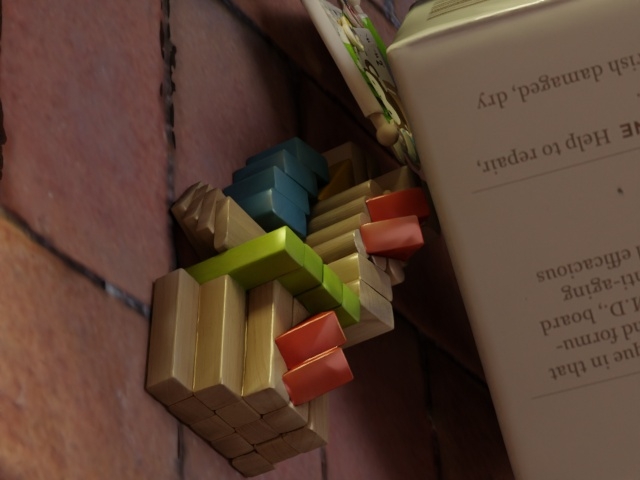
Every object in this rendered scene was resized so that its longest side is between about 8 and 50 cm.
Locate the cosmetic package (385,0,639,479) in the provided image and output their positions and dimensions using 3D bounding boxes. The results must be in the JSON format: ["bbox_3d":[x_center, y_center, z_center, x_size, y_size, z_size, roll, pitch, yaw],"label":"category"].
[{"bbox_3d":[0.262,-0.018,1.336,0.329,0.327,0.393,-70,144,-76],"label":"cosmetic package"}]

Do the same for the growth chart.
[{"bbox_3d":[0.038,-0.128,1.403,0.172,0.021,0.237,58,12,6],"label":"growth chart"}]

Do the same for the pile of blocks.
[{"bbox_3d":[0.000,0.000,1.192,0.149,0.113,0.362,59,26,-17],"label":"pile of blocks"}]
